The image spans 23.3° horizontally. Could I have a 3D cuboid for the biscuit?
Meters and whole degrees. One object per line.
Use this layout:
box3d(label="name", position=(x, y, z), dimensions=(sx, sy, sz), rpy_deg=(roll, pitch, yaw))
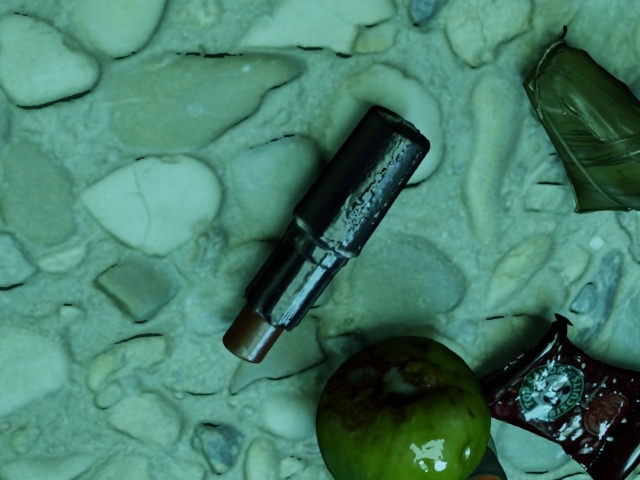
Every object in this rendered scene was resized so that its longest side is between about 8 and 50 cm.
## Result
box3d(label="biscuit", position=(0.289, 0.180, 1.768), dimensions=(0.235, 0.063, 0.151), rpy_deg=(30, 106, -27))

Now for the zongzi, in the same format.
box3d(label="zongzi", position=(0.308, -0.106, 1.531), dimensions=(0.094, 0.204, 0.205), rpy_deg=(-45, 124, -19))

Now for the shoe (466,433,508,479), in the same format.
box3d(label="shoe", position=(0.185, 0.377, 1.783), dimensions=(0.132, 0.171, 0.336), rpy_deg=(-14, 122, -11))

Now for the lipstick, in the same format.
box3d(label="lipstick", position=(0.000, 0.000, 1.556), dimensions=(0.081, 0.081, 0.299), rpy_deg=(28, 105, -30))

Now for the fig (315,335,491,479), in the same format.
box3d(label="fig", position=(0.082, 0.200, 1.645), dimensions=(0.181, 0.181, 0.191), rpy_deg=(3, 139, -20))
